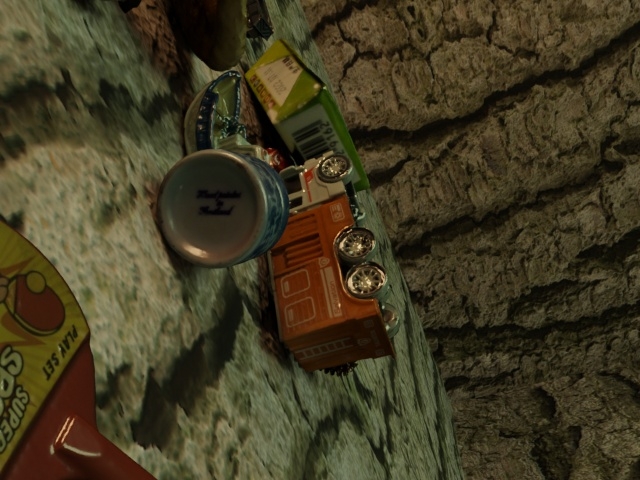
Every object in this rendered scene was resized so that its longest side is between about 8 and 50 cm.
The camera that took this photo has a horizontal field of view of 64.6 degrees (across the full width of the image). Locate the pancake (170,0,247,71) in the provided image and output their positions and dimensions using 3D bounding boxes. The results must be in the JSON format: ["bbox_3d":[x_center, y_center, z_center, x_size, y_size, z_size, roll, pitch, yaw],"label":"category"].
[{"bbox_3d":[-0.181,-0.430,0.751,0.356,0.065,0.357,40,-39,43],"label":"pancake"}]

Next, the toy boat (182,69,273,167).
[{"bbox_3d":[-0.140,-0.157,0.792,0.114,0.115,0.262,45,30,-61],"label":"toy boat"}]

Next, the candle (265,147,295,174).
[{"bbox_3d":[-0.097,-0.171,1.106,0.130,0.051,0.052,2,70,-75],"label":"candle"}]

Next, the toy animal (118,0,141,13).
[{"bbox_3d":[-0.295,-0.443,0.500,0.357,0.193,0.258,21,75,-52],"label":"toy animal"}]

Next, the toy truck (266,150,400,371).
[{"bbox_3d":[0.003,0.029,0.920,0.173,0.206,0.388,66,9,-50],"label":"toy truck"}]

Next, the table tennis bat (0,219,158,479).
[{"bbox_3d":[-0.215,0.103,0.346,0.310,0.038,0.200,59,19,-29],"label":"table tennis bat"}]

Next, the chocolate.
[{"bbox_3d":[-0.034,-0.268,1.177,0.301,0.137,0.289,58,2,-46],"label":"chocolate"}]

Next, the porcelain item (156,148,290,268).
[{"bbox_3d":[-0.120,-0.042,0.654,0.114,0.147,0.147,-25,96,-77],"label":"porcelain item"}]

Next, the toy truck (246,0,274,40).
[{"bbox_3d":[-0.177,-0.597,1.265,0.083,0.092,0.192,23,50,-71],"label":"toy truck"}]

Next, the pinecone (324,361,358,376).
[{"bbox_3d":[0.018,0.212,0.962,0.109,0.102,0.102,44,5,20],"label":"pinecone"}]
